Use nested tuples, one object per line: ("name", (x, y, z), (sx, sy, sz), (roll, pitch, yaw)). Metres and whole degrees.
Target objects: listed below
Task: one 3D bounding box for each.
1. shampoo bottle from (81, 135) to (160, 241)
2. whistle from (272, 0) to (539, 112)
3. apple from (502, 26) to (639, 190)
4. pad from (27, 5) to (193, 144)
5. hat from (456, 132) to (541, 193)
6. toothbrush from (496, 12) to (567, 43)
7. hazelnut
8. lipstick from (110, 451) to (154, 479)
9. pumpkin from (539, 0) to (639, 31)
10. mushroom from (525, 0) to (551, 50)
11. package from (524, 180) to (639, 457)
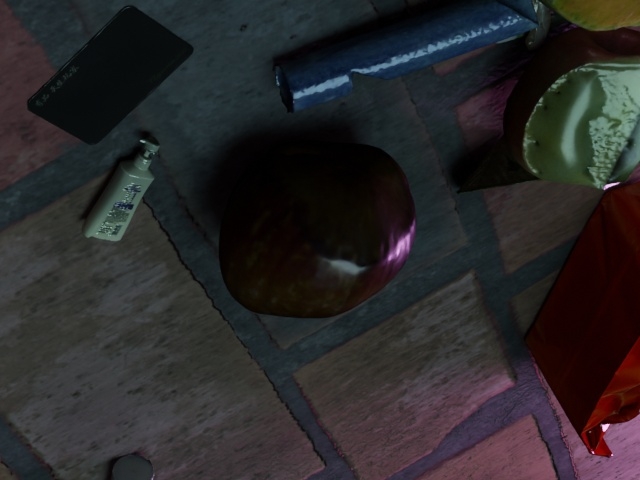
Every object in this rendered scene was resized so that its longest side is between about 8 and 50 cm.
("shampoo bottle", (-0.212, -0.057, 1.756), (0.049, 0.034, 0.141), (12, 126, -34))
("whistle", (0.098, -0.215, 1.758), (0.304, 0.062, 0.062), (-20, 143, -11))
("apple", (0.318, -0.162, 1.893), (0.207, 0.174, 0.188), (-2, 115, -30))
("pad", (-0.217, -0.168, 1.650), (0.157, 0.003, 0.112), (-42, 142, 15))
("hat", (0.237, -0.102, 2.002), (0.146, 0.067, 0.146), (-10, -179, 0))
("toothbrush", (0.315, -0.274, 1.885), (0.257, 0.018, 0.024), (-19, 148, -17))
("hazelnut", (0.000, 0.000, 1.816), (0.234, 0.218, 0.218), (-6, 137, -27))
("lipstick", (-0.275, 0.399, 2.228), (0.059, 0.059, 0.264), (-11, 139, -24))
("pumpkin", (0.309, -0.360, 1.636), (0.332, 0.199, 0.332), (-17, 141, -14))
("mushroom", (0.243, -0.263, 1.827), (0.049, 0.019, 0.101), (-23, 129, -10))
("package", (0.425, 0.114, 2.267), (0.123, 0.196, 0.423), (-3, 137, -26))
